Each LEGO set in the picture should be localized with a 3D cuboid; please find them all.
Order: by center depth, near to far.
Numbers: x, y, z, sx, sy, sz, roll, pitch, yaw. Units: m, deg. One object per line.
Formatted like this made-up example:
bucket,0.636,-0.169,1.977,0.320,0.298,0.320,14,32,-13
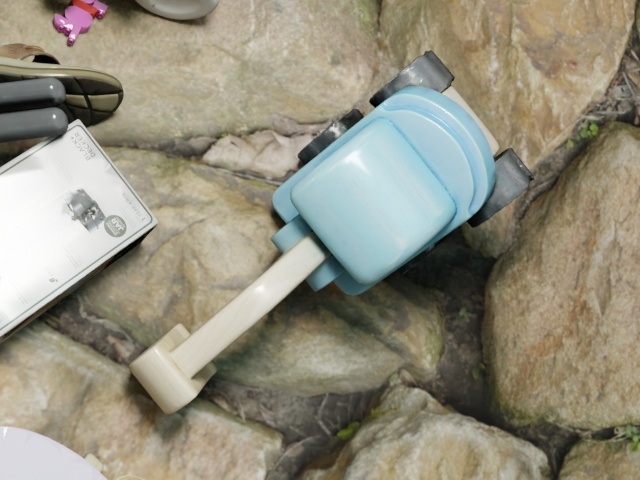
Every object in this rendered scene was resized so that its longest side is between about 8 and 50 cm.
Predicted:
LEGO set,-0.387,-0.327,1.534,0.227,0.087,0.093,26,65,-13

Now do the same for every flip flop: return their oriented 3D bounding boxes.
flip flop,-0.382,-0.205,1.499,0.277,0.112,0.080,5,58,-16

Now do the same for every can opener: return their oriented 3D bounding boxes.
can opener,-0.445,-0.148,1.413,0.283,0.095,0.076,-7,80,1

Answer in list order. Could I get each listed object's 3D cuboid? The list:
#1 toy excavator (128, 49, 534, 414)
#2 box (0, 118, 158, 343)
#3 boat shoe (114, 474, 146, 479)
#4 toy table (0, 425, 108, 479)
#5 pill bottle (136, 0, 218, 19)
toy excavator,0.000,0.000,1.503,0.222,0.433,0.445,52,34,-1
box,-0.362,0.004,1.442,0.290,0.087,0.169,-40,92,-28
boat shoe,-0.176,0.336,1.435,0.170,0.059,0.063,37,63,-9
toy table,-0.317,0.325,1.321,0.252,0.161,0.274,-37,91,-28
pill bottle,-0.185,-0.423,1.631,0.121,0.121,0.221,13,70,-19
